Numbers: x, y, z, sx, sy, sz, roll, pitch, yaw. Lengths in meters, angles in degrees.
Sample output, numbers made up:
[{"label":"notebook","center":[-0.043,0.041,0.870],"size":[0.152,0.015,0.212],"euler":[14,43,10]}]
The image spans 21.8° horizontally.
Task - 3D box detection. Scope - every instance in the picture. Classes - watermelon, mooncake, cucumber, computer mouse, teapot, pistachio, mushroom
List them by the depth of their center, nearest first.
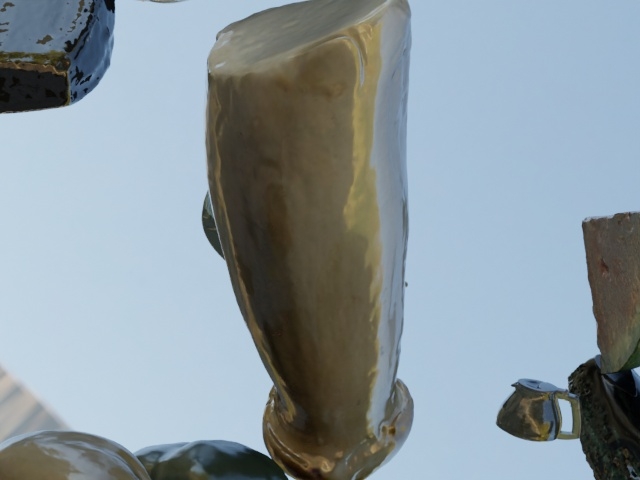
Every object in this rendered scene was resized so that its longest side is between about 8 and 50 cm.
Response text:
[{"label":"pistachio","center":[-0.159,0.181,1.067],"size":[0.149,0.113,0.113],"euler":[13,-41,31]},{"label":"mushroom","center":[-0.008,-0.004,1.204],"size":[0.154,0.137,0.407],"euler":[11,-54,18]},{"label":"mooncake","center":[-0.097,0.231,1.230],"size":[0.168,0.104,0.175],"euler":[-51,-120,25]},{"label":"computer mouse","center":[-0.322,-0.185,1.509],"size":[0.269,0.170,0.100],"euler":[6,-38,4]},{"label":"teapot","center":[0.228,0.175,1.708],"size":[0.088,0.066,0.057],"euler":[13,-78,7]},{"label":"watermelon","center":[0.382,0.024,1.818],"size":[0.176,0.260,0.256],"euler":[57,-41,32]},{"label":"cucumber","center":[0.350,0.209,1.855],"size":[0.193,0.115,0.085],"euler":[-112,-158,-45]}]

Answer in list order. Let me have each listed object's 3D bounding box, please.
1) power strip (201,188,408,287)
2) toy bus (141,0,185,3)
[{"label":"power strip","center":[-0.016,0.009,1.981],"size":[0.253,0.054,0.167],"euler":[14,-31,12]},{"label":"toy bus","center":[-0.177,-0.381,1.714],"size":[0.194,0.287,0.232],"euler":[27,-16,-36]}]
